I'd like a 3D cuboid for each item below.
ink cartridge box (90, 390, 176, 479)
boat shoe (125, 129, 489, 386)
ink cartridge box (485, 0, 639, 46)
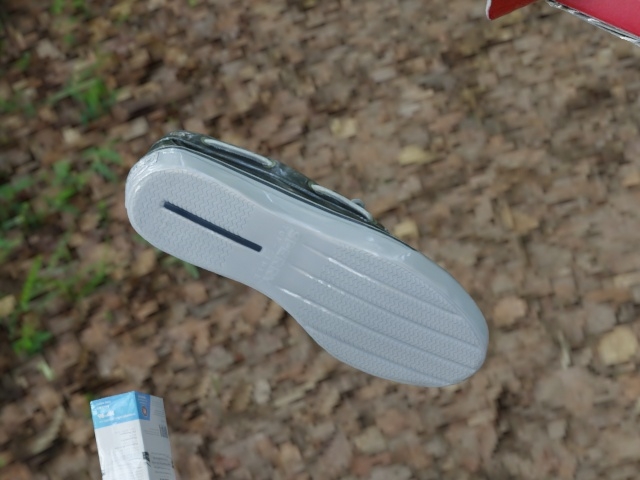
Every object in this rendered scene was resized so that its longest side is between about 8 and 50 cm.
[{"bbox_3d":[-0.101,0.129,0.866,0.028,0.048,0.083,-14,76,11],"label":"ink cartridge box"},{"bbox_3d":[0.000,0.000,1.310,0.121,0.335,0.119,-51,14,32],"label":"boat shoe"},{"bbox_3d":[0.236,-0.254,0.814,0.130,0.309,0.272,29,35,28],"label":"ink cartridge box"}]
